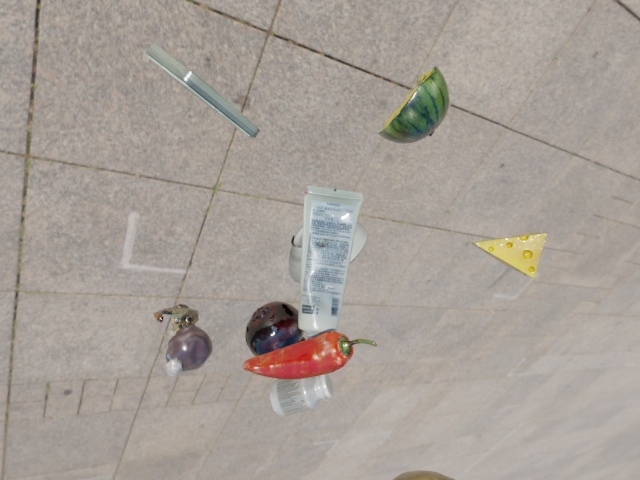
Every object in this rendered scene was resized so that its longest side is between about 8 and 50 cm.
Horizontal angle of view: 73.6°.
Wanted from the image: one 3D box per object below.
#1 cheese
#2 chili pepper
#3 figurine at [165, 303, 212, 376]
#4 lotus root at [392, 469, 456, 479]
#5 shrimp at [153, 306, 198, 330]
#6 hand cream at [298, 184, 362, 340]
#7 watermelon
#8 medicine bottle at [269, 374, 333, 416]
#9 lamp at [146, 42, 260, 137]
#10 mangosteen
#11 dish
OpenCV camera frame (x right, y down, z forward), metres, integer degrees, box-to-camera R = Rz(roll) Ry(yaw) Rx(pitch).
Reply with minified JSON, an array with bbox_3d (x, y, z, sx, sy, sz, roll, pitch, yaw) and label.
[{"bbox_3d":[0.501,0.021,1.165,0.093,0.171,0.126,-9,111,-73],"label":"cheese"},{"bbox_3d":[-0.022,0.210,0.769,0.272,0.071,0.063,-20,179,25],"label":"chili pepper"},{"bbox_3d":[-0.644,0.440,1.995,0.218,0.365,0.206,-51,142,6],"label":"figurine"},{"bbox_3d":[0.209,0.500,0.762,0.182,0.183,0.310,-7,147,-19],"label":"lotus root"},{"bbox_3d":[-0.538,0.280,1.586,0.173,0.253,0.058,7,90,-8],"label":"shrimp"},{"bbox_3d":[0.008,0.059,0.892,0.124,0.341,0.078,7,174,-1],"label":"hand cream"},{"bbox_3d":[0.398,-0.507,1.684,0.189,0.331,0.331,33,115,-9],"label":"watermelon"},{"bbox_3d":[-0.068,0.562,1.590,0.215,0.135,0.135,-20,137,10],"label":"medicine bottle"},{"bbox_3d":[-0.309,-0.395,1.142,0.047,0.266,0.269,-52,141,4],"label":"lamp"},{"bbox_3d":[-0.139,0.296,1.371,0.209,0.210,0.210,-13,135,-13],"label":"mangosteen"},{"bbox_3d":[0.000,0.000,1.460,0.316,0.316,0.106,-30,117,4],"label":"dish"}]
